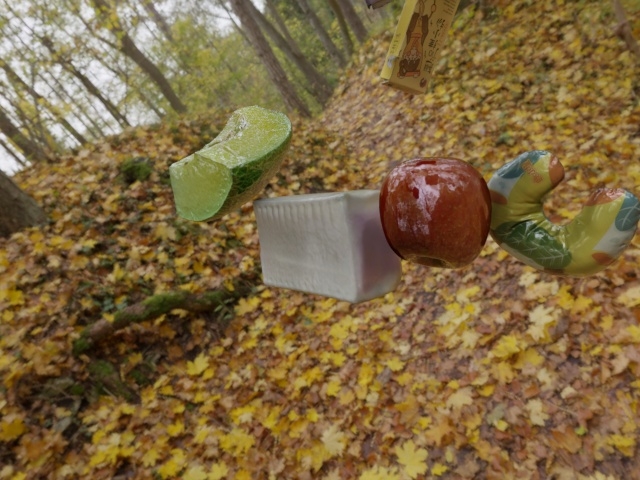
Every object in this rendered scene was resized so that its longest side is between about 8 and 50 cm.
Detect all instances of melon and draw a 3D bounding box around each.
[{"bbox_3d":[-0.202,-0.216,1.219,0.343,0.226,0.331,-38,2,-38],"label":"melon"}]

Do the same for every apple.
[{"bbox_3d":[0.182,-0.045,0.779,0.181,0.180,0.169,-4,73,58],"label":"apple"}]

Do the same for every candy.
[{"bbox_3d":[0.002,0.002,1.025,0.144,0.208,0.358,-12,8,-36],"label":"candy"}]

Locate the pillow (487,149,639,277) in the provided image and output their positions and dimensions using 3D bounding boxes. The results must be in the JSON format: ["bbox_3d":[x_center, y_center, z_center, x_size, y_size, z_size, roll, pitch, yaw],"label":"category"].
[{"bbox_3d":[0.380,-0.039,0.794,0.086,0.233,0.214,-34,-30,-32],"label":"pillow"}]

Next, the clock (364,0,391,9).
[{"bbox_3d":[0.142,-0.500,0.839,0.144,0.073,0.194,-15,43,29],"label":"clock"}]

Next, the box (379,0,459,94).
[{"bbox_3d":[0.123,-0.254,0.578,0.020,0.073,0.149,38,118,42],"label":"box"}]
